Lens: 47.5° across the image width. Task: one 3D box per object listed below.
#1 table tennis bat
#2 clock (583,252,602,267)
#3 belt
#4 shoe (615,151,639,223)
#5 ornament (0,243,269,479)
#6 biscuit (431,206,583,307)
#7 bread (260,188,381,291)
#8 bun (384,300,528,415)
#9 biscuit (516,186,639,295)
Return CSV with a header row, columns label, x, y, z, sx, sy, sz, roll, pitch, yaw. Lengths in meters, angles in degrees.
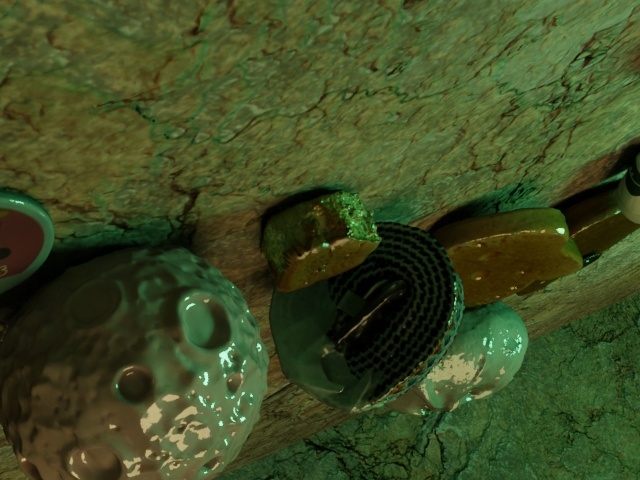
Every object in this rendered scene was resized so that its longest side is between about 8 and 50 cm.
label,x,y,z,sx,sy,sz,roll,pitch,yaw
table tennis bat,-0.297,0.034,0.597,0.153,0.040,0.244,-16,154,-29
clock,0.528,0.046,1.462,0.083,0.010,0.074,-9,154,-40
belt,0.057,0.096,0.923,0.257,0.207,0.150,-42,158,3
shoe,0.639,-0.150,1.124,0.363,0.131,0.160,-24,156,9
ornament,-0.174,0.136,0.705,0.259,0.225,0.259,-25,165,-7
biscuit,0.286,0.029,1.175,0.288,0.057,0.343,-6,157,-6
bread,0.000,0.000,0.811,0.128,0.069,0.140,-21,161,-16
bun,0.231,0.234,1.427,0.355,0.194,0.354,-16,174,-2
biscuit,0.469,0.008,1.396,0.359,0.074,0.381,-15,161,-22
